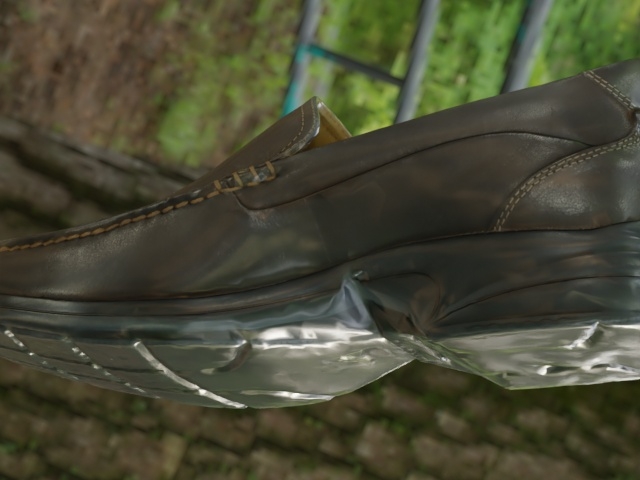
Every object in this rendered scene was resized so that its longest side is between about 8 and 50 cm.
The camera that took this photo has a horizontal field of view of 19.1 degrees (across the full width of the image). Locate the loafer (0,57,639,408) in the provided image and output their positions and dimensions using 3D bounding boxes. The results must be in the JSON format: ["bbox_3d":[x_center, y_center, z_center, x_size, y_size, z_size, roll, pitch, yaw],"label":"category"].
[{"bbox_3d":[0.000,0.000,0.409,0.062,0.170,0.061,45,44,-65],"label":"loafer"}]
